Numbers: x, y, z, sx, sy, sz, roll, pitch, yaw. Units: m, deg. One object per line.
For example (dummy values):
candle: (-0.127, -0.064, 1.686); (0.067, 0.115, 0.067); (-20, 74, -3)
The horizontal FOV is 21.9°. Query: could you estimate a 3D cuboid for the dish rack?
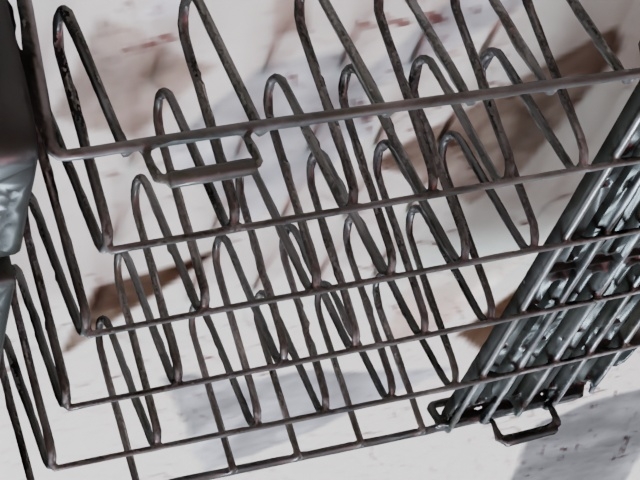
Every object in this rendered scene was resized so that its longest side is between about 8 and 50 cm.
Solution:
dish rack: (0.000, 0.000, 0.464); (0.272, 0.074, 0.208); (-9, 149, -23)
